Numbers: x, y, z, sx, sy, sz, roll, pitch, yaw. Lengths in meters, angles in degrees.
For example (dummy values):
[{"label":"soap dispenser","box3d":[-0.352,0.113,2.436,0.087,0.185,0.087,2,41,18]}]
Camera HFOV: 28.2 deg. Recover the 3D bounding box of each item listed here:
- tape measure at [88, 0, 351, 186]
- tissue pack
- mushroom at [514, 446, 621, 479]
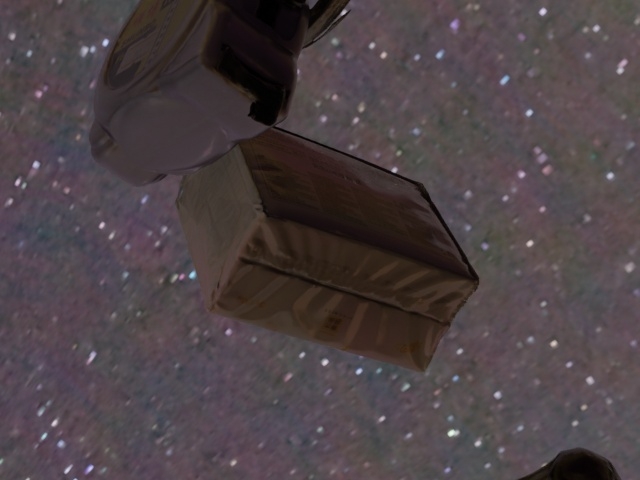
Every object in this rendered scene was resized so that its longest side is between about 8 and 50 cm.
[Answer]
[{"label":"tape measure","box3d":[-0.076,-0.129,0.911,0.105,0.196,0.178,33,-121,-26]},{"label":"tissue pack","box3d":[0.000,0.000,1.148,0.225,0.124,0.185,18,-154,-28]},{"label":"mushroom","box3d":[0.059,0.253,0.736,0.087,0.333,0.107,39,-167,5]}]
